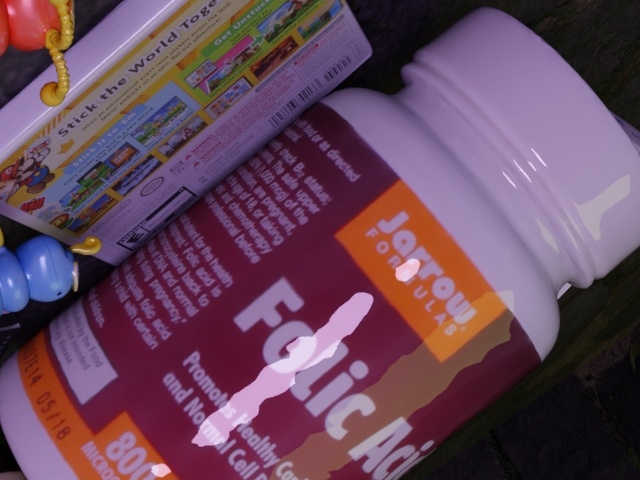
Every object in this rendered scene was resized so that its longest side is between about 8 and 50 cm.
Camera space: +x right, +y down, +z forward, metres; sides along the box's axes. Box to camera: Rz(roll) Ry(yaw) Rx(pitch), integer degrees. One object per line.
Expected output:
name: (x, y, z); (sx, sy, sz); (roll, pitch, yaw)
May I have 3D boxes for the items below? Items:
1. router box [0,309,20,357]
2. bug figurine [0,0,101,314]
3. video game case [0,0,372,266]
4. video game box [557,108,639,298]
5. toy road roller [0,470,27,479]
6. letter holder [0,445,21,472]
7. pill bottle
router box: (-0.254, 0.086, 0.701); (0.092, 0.038, 0.122); (-12, 146, -54)
bug figurine: (-0.195, -0.016, 0.494); (0.216, 0.072, 0.279); (-22, 152, -23)
video game case: (-0.081, -0.082, 0.671); (0.227, 0.026, 0.206); (-40, 161, 3)
video game box: (0.164, -0.044, 0.973); (0.205, 0.187, 0.048); (-51, -173, 31)
toy road roller: (-0.302, 0.270, 0.741); (0.241, 0.202, 0.329); (-14, 164, -26)
letter holder: (-0.108, 0.241, 0.904); (0.152, 0.302, 0.214); (-40, 154, -11)
pill bottle: (0.010, 0.044, 0.738); (0.392, 0.224, 0.224); (-40, 161, 0)
